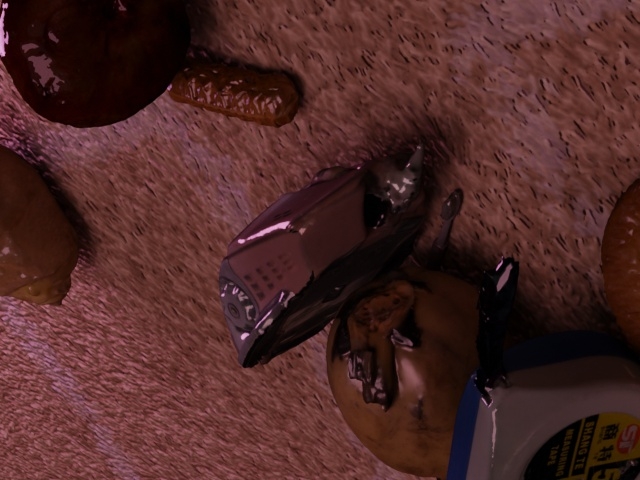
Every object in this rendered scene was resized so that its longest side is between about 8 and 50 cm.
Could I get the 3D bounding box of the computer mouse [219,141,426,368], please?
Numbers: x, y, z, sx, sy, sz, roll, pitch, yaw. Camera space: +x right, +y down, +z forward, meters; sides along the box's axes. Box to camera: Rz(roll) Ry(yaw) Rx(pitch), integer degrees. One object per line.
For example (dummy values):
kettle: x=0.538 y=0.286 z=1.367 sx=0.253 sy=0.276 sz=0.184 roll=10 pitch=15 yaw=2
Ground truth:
computer mouse: x=-0.004 y=-0.004 z=1.490 sx=0.115 sy=0.199 sz=0.389 roll=50 pitch=146 yaw=12

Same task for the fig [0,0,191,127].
fig: x=-0.215 y=-0.206 z=1.560 sx=0.190 sy=0.190 sz=0.290 roll=44 pitch=-175 yaw=-1

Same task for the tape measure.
tape measure: x=0.213 y=0.128 z=1.392 sx=0.098 sy=0.215 sz=0.351 roll=-121 pitch=28 yaw=-47

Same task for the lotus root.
lotus root: x=0.114 y=0.156 z=1.549 sx=0.182 sy=0.183 sz=0.310 roll=13 pitch=144 yaw=37

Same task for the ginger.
ginger: x=-0.384 y=-0.027 z=1.880 sx=0.138 sy=0.152 sz=0.267 roll=-18 pitch=134 yaw=24

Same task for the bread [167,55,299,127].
bread: x=-0.087 y=-0.146 z=1.540 sx=0.157 sy=0.044 sz=0.052 roll=16 pitch=131 yaw=33

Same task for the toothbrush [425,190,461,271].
toothbrush: x=0.112 y=0.016 z=1.534 sx=0.014 sy=0.017 sz=0.194 roll=38 pitch=148 yaw=19

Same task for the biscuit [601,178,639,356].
biscuit: x=0.367 y=0.054 z=1.301 sx=0.305 sy=0.038 sz=0.305 roll=28 pitch=141 yaw=25
